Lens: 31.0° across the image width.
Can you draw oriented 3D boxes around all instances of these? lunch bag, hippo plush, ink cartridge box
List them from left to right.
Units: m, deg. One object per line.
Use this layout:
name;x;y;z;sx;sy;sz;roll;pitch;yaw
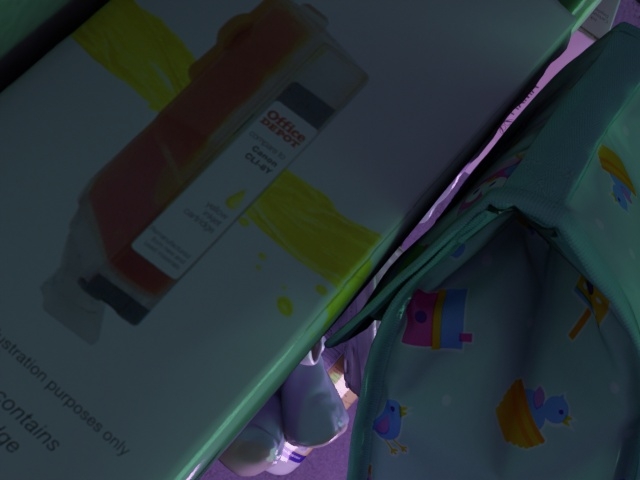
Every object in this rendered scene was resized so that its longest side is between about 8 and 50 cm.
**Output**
ink cartridge box;-0.086;0.026;0.559;0.385;0.160;0.279;-47;176;-24
hippo plush;-0.096;0.112;1.385;0.236;0.234;0.294;-136;-135;-77
ink cartridge box;0.206;-0.152;1.248;0.261;0.066;0.296;-64;-174;-30
lunch bag;0.112;0.045;0.566;0.223;0.160;0.262;-44;140;-51

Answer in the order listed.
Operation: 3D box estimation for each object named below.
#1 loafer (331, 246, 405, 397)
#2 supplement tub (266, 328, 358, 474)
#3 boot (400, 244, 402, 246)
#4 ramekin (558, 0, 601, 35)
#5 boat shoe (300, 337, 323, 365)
loafer;0.061;0.110;1.425;0.112;0.111;0.319;-47;149;-32
supplement tub;-0.031;0.139;1.648;0.331;0.241;0.241;-49;176;-1
boot;0.064;-0.088;1.379;0.222;0.118;0.338;-16;126;-79
ramekin;0.106;-0.182;0.770;0.303;0.148;0.303;-48;176;-4
boat shoe;0.000;0.000;1.187;0.098;0.096;0.277;-36;143;-62
